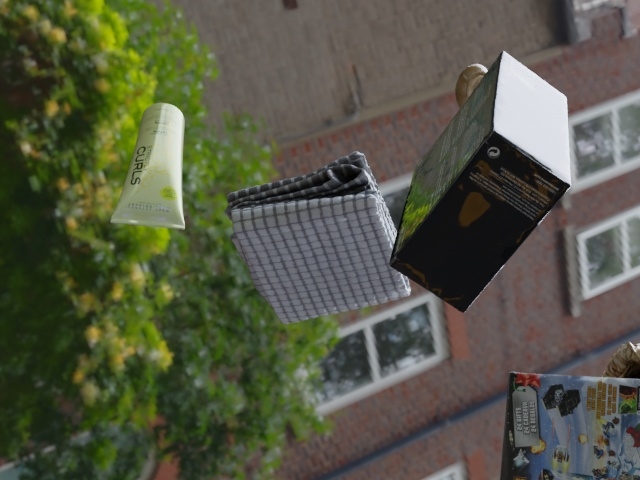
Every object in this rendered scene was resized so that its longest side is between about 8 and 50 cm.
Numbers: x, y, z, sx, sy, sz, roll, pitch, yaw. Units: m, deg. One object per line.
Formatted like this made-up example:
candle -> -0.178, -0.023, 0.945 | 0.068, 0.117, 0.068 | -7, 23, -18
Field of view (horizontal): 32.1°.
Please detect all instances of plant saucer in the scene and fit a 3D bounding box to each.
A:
plant saucer -> 0.259, -0.250, 1.841 | 0.015, 0.083, 0.083 | 21, -51, 52

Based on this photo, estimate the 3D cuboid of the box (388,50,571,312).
box -> 0.177, -0.070, 1.205 | 0.103, 0.261, 0.184 | 35, -62, -7

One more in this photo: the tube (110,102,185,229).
tube -> -0.217, -0.095, 1.476 | 0.062, 0.070, 0.240 | 50, 24, -33

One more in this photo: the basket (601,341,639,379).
basket -> 0.423, 0.269, 1.189 | 0.299, 0.213, 0.223 | 26, -3, 25

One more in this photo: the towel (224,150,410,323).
towel -> 0.000, 0.000, 1.720 | 0.284, 0.235, 0.121 | 65, 18, -50

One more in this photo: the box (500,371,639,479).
box -> 0.165, 0.156, 0.724 | 0.027, 0.094, 0.137 | 58, 37, -59
